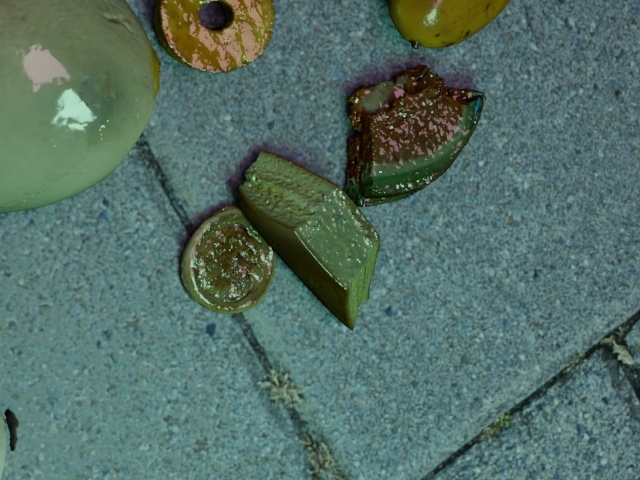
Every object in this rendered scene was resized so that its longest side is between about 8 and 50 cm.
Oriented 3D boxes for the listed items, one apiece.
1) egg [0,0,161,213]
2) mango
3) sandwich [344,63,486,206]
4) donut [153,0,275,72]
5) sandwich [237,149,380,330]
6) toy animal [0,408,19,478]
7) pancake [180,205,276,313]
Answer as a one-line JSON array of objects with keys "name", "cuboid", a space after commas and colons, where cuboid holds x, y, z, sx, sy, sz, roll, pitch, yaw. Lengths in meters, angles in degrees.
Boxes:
[{"name": "egg", "cuboid": [-0.308, -0.177, 1.750, 0.337, 0.201, 0.337, -11, 105, -44]}, {"name": "mango", "cuboid": [0.182, -0.345, 2.097, 0.227, 0.109, 0.147, -38, 105, -24]}, {"name": "sandwich", "cuboid": [0.128, -0.145, 2.094, 0.235, 0.079, 0.159, -23, 103, -26]}, {"name": "donut", "cuboid": [-0.135, -0.274, 1.956, 0.152, 0.058, 0.152, -1, 93, -28]}, {"name": "sandwich", "cuboid": [0.000, 0.000, 2.017, 0.258, 0.096, 0.094, 49, 59, -22]}, {"name": "toy animal", "cuboid": [-0.497, 0.234, 1.704, 0.310, 0.183, 0.247, 17, 51, -31]}, {"name": "pancake", "cuboid": [-0.112, 0.027, 2.004, 0.139, 0.022, 0.139, -2, 95, -29]}]
